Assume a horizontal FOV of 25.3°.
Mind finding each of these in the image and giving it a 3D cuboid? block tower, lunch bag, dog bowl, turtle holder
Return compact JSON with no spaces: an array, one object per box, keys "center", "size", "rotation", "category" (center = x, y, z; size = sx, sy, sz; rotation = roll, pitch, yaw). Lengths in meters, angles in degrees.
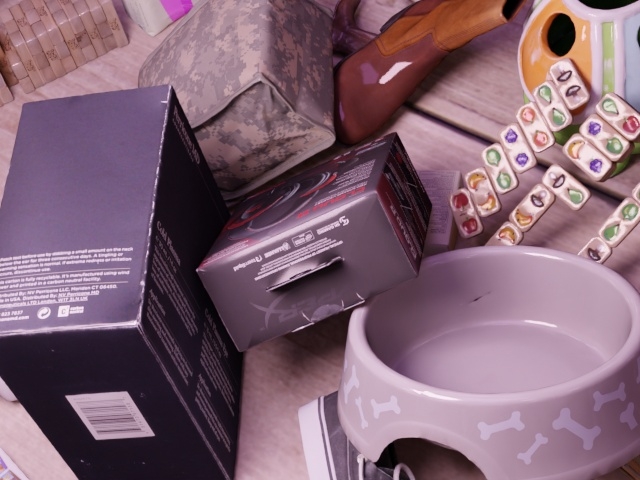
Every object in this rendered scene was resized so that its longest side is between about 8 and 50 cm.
[{"center":[-0.451,-0.264,2.044],"size":[0.335,0.091,0.097],"rotation":[-26,52,-6],"category":"block tower"},{"center":[-0.128,-0.181,1.839],"size":[0.287,0.169,0.235],"rotation":[-29,43,30],"category":"lunch bag"},{"center":[0.186,0.119,1.484],"size":[0.349,0.102,0.348],"rotation":[-5,29,3],"category":"dog bowl"},{"center":[0.395,-0.246,1.718],"size":[0.320,0.227,0.243],"rotation":[-11,51,7],"category":"turtle holder"}]

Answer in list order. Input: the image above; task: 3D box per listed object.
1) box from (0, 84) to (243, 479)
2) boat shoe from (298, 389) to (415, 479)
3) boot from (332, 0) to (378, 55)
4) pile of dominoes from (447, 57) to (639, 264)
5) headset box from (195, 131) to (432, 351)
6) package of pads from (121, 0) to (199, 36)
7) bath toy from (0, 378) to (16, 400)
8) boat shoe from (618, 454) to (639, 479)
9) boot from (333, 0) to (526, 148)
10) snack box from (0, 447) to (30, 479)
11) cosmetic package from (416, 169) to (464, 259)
[{"center":[-0.210,0.062,1.572],"size":[0.179,0.343,0.312],"rotation":[-5,52,12],"category":"box"},{"center":[0.061,0.277,1.483],"size":[0.105,0.113,0.306],"rotation":[-27,41,12],"category":"boat shoe"},{"center":[0.064,-0.289,1.960],"size":[0.114,0.037,0.106],"rotation":[25,76,33],"category":"boot"},{"center":[0.264,-0.060,1.620],"size":[0.196,0.040,0.251],"rotation":[44,106,19],"category":"pile of dominoes"},{"center":[0.000,0.000,1.591],"size":[0.218,0.110,0.293],"rotation":[-24,13,15],"category":"headset box"},{"center":[-0.177,-0.466,2.037],"size":[0.296,0.229,0.101],"rotation":[-37,53,-14],"category":"package of pads"},{"center":[-0.448,0.096,1.743],"size":[0.348,0.129,0.151],"rotation":[6,44,19],"category":"bath toy"},{"center":[0.288,0.210,1.508],"size":[0.190,0.068,0.072],"rotation":[28,80,32],"category":"boat shoe"},{"center":[0.149,-0.234,1.778],"size":[0.264,0.096,0.280],"rotation":[-45,18,-31],"category":"boot"},{"center":[-0.344,0.307,1.625],"size":[0.064,0.022,0.178],"rotation":[-41,54,-16],"category":"snack box"},{"center":[0.138,-0.029,1.740],"size":[0.060,0.041,0.115],"rotation":[3,55,17],"category":"cosmetic package"}]
